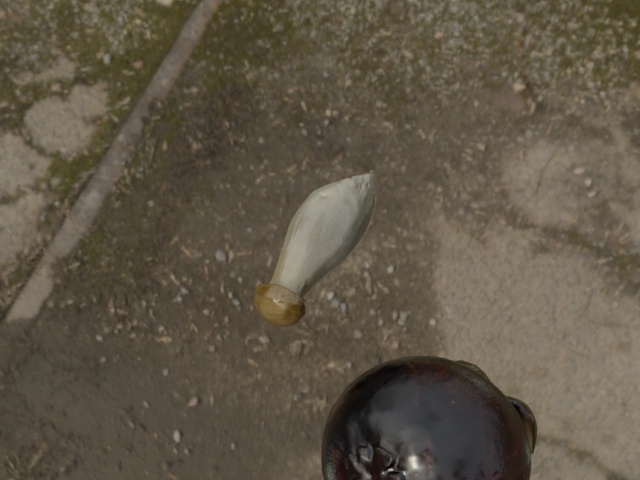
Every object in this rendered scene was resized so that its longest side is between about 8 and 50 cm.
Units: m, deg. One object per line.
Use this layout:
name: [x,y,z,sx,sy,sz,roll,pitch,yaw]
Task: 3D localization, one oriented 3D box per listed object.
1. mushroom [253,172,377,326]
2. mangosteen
mushroom: [0.000,0.000,1.459,0.128,0.128,0.350,26,64,16]
mangosteen: [0.164,0.319,1.240,0.330,0.330,0.330,0,56,-1]
